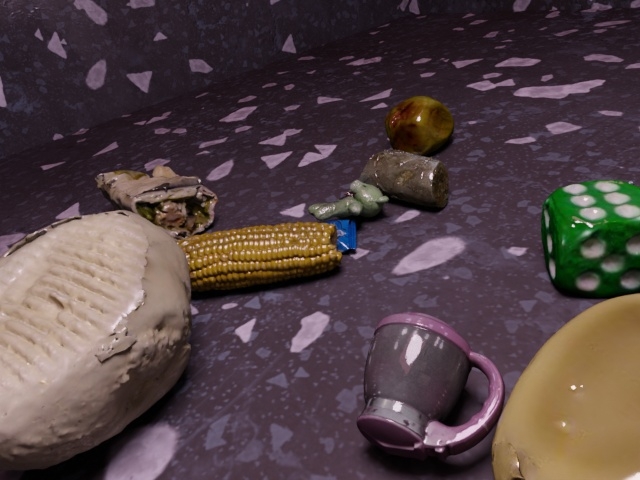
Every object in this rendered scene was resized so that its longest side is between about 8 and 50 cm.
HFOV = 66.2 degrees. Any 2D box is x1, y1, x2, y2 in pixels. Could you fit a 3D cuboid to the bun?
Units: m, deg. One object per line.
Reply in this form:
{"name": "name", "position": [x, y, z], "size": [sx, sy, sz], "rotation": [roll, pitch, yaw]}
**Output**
{"name": "bun", "position": [-0.324, 0.133, 0.672], "size": [0.359, 0.211, 0.360], "rotation": [-11, 42, 10]}

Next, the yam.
{"name": "yam", "position": [0.175, -0.126, 0.988], "size": [0.183, 0.107, 0.107], "rotation": [22, 46, 41]}

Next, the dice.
{"name": "dice", "position": [0.384, -0.006, 0.678], "size": [0.130, 0.120, 0.128], "rotation": [-4, 31, 15]}

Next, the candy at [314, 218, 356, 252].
{"name": "candy", "position": [0.000, -0.001, 0.916], "size": [0.136, 0.038, 0.088], "rotation": [-10, 43, 12]}

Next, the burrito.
{"name": "burrito", "position": [-0.386, -0.095, 1.134], "size": [0.190, 0.135, 0.331], "rotation": [-23, 27, -31]}

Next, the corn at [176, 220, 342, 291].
{"name": "corn", "position": [-0.120, 0.028, 0.850], "size": [0.317, 0.115, 0.115], "rotation": [-8, 31, 10]}

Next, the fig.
{"name": "fig", "position": [0.242, -0.272, 1.171], "size": [0.165, 0.144, 0.154], "rotation": [-12, -7, -11]}

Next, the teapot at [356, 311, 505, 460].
{"name": "teapot", "position": [0.111, 0.168, 0.538], "size": [0.148, 0.116, 0.146], "rotation": [24, 55, 9]}

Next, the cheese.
{"name": "cheese", "position": [0.293, 0.173, 0.430], "size": [0.315, 0.128, 0.259], "rotation": [-25, 22, -25]}

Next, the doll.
{"name": "doll", "position": [0.053, -0.074, 0.952], "size": [0.150, 0.078, 0.115], "rotation": [-14, 5, -13]}

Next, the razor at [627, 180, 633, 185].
{"name": "razor", "position": [0.485, -0.014, 0.742], "size": [0.084, 0.036, 0.211], "rotation": [-26, 34, 14]}
